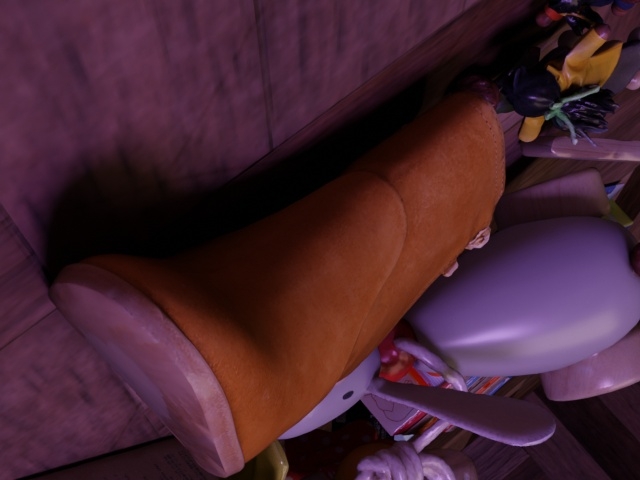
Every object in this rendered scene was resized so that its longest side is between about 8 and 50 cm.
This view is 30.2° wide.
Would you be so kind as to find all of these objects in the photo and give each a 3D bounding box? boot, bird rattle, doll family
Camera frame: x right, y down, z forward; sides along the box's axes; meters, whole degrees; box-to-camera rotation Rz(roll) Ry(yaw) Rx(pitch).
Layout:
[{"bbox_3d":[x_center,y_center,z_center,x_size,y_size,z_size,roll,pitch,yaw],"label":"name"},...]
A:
[{"bbox_3d":[0.001,0.001,0.527,0.211,0.104,0.295,-43,170,-11],"label":"boot"},{"bbox_3d":[0.028,0.209,0.941,0.207,0.143,0.253,-11,170,30],"label":"bird rattle"},{"bbox_3d":[0.136,-0.107,0.581,0.111,0.076,0.193,-21,151,-40],"label":"doll family"}]

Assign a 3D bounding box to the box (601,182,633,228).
[{"bbox_3d":[0.249,0.018,1.229,0.178,0.042,0.109,-47,163,26],"label":"box"}]

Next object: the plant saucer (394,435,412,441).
[{"bbox_3d":[0.101,0.198,1.381,0.195,0.037,0.195,-38,165,-12],"label":"plant saucer"}]

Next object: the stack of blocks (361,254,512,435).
[{"bbox_3d":[0.125,0.079,1.020,0.171,0.087,0.297,-43,164,6],"label":"stack of blocks"}]

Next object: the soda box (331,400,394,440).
[{"bbox_3d":[0.037,0.234,1.111,0.053,0.169,0.060,2,170,12],"label":"soda box"}]

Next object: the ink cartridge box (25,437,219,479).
[{"bbox_3d":[-0.082,0.241,0.702,0.088,0.234,0.193,-46,163,17],"label":"ink cartridge box"}]

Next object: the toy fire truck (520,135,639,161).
[{"bbox_3d":[0.280,-0.103,0.778,0.246,0.158,0.217,-46,180,-12],"label":"toy fire truck"}]

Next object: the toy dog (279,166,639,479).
[{"bbox_3d":[0.118,0.049,0.752,0.334,0.220,0.161,-40,-173,-34],"label":"toy dog"}]
